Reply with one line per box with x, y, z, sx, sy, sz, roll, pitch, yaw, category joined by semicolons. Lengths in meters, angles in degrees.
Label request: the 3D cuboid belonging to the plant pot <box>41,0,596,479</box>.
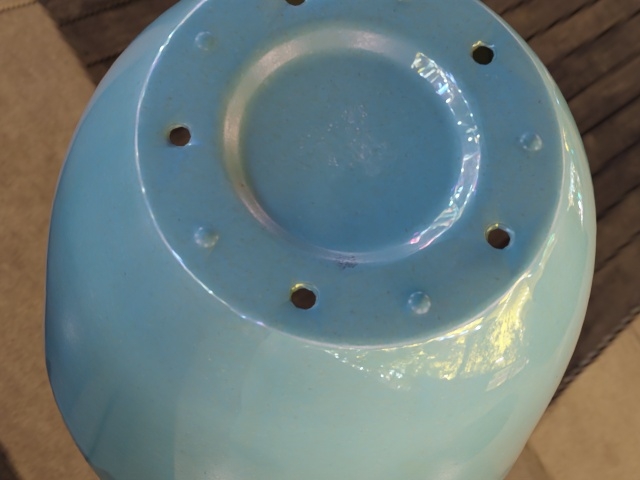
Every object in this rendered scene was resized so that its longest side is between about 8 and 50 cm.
0.000;0.000;0.645;0.293;0.235;0.293;2;68;-5;plant pot
